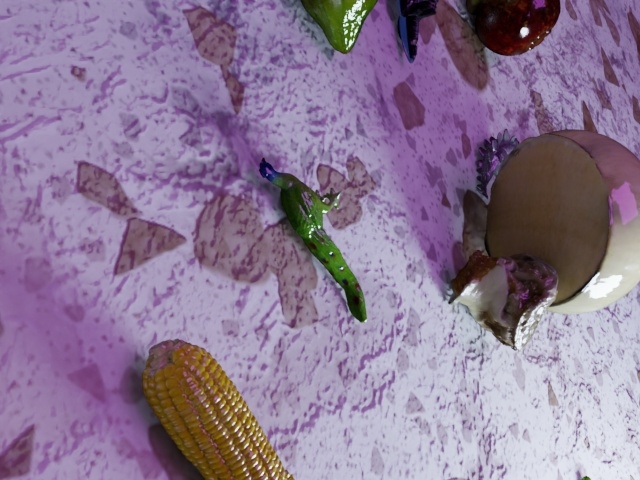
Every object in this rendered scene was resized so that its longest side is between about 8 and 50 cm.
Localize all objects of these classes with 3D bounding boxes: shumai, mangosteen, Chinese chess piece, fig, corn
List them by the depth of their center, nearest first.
[{"bbox_3d":[-0.080,0.168,0.686,0.206,0.067,0.067,58,38,-16],"label":"corn"},{"bbox_3d":[0.031,-0.313,1.011,0.123,0.123,0.156,-36,115,-52],"label":"fig"},{"bbox_3d":[0.233,0.074,1.095,0.116,0.145,0.145,12,62,-23],"label":"shumai"},{"bbox_3d":[0.342,-0.026,1.138,0.104,0.257,0.257,0,73,-29],"label":"Chinese chess piece"},{"bbox_3d":[0.314,-0.400,1.402,0.181,0.156,0.145,34,71,0],"label":"mangosteen"}]

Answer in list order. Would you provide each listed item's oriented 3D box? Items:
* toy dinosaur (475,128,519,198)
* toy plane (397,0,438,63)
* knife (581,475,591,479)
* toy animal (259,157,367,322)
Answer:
[{"bbox_3d":[0.281,-0.121,1.296,0.082,0.039,0.209,57,40,-18],"label":"toy dinosaur"},{"bbox_3d":[0.139,-0.375,1.203,0.169,0.078,0.246,21,58,-46],"label":"toy plane"},{"bbox_3d":[0.393,0.450,1.197,0.054,0.015,0.212,26,55,-33],"label":"knife"},{"bbox_3d":[0.006,-0.011,0.901,0.217,0.041,0.075,56,40,-24],"label":"toy animal"}]
